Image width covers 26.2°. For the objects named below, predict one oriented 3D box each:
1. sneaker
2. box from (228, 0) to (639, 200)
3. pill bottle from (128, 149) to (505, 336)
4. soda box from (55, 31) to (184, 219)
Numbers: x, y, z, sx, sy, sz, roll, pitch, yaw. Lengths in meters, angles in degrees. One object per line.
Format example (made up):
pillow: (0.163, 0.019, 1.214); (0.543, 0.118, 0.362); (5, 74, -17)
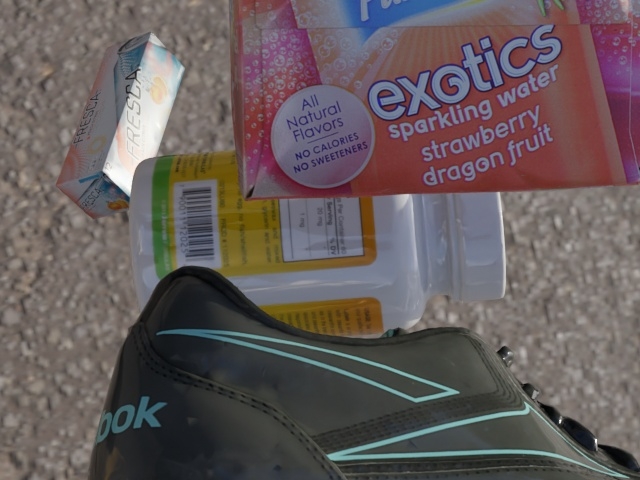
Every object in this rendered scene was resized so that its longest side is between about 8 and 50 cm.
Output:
sneaker: (0.061, 0.079, 0.401); (0.267, 0.101, 0.106); (17, 53, -24)
box: (0.035, -0.108, 0.617); (0.154, 0.300, 0.142); (-1, 100, -3)
pill bottle: (0.000, 0.000, 0.955); (0.136, 0.246, 0.136); (-5, 90, -87)
soda box: (-0.190, -0.111, 1.322); (0.058, 0.063, 0.183); (46, 42, -39)
